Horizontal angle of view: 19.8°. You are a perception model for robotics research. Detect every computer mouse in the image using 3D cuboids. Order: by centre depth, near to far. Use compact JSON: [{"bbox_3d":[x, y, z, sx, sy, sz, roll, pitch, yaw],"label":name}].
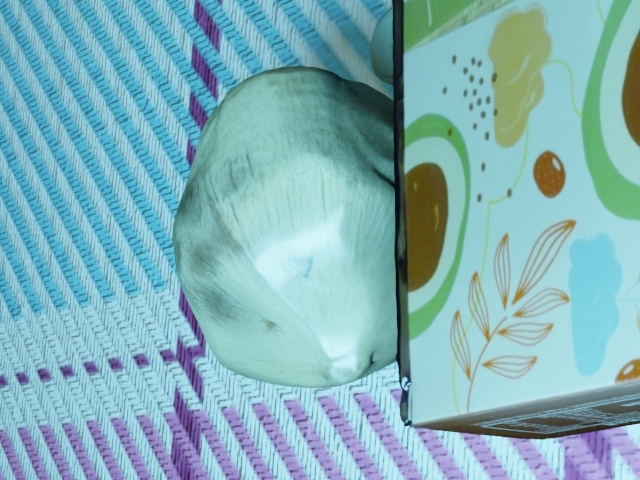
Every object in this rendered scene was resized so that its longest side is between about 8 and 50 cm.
[{"bbox_3d":[0.082,-0.128,1.270,0.110,0.032,0.056,21,99,43],"label":"computer mouse"}]

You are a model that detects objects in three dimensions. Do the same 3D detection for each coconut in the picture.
[{"bbox_3d":[0.000,0.000,1.214,0.224,0.224,0.224,-17,68,50],"label":"coconut"}]

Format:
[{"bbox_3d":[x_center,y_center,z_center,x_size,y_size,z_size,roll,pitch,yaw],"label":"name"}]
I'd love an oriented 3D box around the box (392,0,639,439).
[{"bbox_3d":[0.206,-0.084,1.017,0.385,0.122,0.345,-18,67,50],"label":"box"}]
